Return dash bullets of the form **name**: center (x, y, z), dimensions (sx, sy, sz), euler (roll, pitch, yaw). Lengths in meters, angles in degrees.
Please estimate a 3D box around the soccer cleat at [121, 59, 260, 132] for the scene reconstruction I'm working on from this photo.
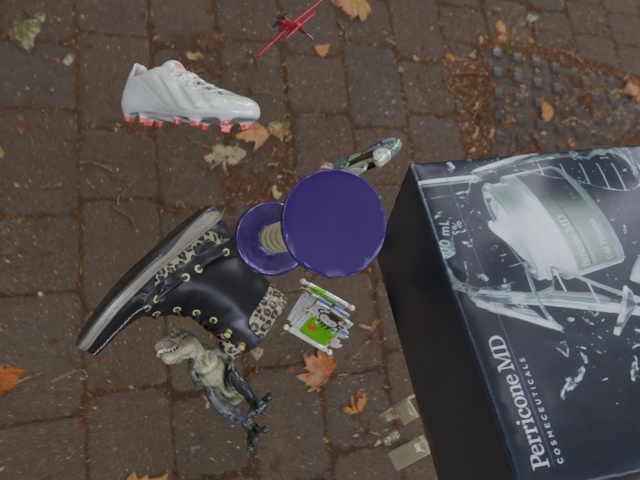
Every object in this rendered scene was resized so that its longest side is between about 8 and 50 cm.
- **soccer cleat**: center (-0.153, -0.167, 0.618), dimensions (0.196, 0.068, 0.076), euler (11, 96, 28)

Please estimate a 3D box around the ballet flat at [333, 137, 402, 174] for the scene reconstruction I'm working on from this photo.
- **ballet flat**: center (0.124, -0.200, 1.382), dimensions (0.188, 0.070, 0.070), euler (-24, 79, 14)

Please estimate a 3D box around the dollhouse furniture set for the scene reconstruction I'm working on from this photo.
- **dollhouse furniture set**: center (0.254, 0.526, 1.520), dimensions (0.123, 0.144, 0.151), euler (2, 53, -57)

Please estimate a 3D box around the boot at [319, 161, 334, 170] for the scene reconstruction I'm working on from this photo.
- **boot**: center (0.023, -0.143, 1.520), dimensions (0.059, 0.158, 0.084), euler (9, 68, 22)

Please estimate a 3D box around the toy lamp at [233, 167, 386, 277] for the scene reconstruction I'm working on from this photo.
- **toy lamp**: center (-0.026, -0.006, 0.473), dimensions (0.080, 0.275, 0.080), euler (1, 88, -18)

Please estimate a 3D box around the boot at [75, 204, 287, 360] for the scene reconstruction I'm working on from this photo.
- **boot**: center (-0.266, 0.145, 1.112), dimensions (0.284, 0.138, 0.377), euler (49, 65, -18)

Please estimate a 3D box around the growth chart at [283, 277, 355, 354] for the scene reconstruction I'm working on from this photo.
- **growth chart**: center (-0.001, 0.200, 1.371), dimensions (0.172, 0.237, 0.021), euler (25, 46, 2)

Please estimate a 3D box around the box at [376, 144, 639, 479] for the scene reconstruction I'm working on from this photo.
- **box**: center (0.387, 0.127, 0.852), dimensions (0.472, 0.297, 0.479), euler (-7, 59, -10)

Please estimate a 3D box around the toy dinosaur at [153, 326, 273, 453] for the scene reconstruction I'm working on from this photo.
- **toy dinosaur**: center (-0.111, 0.186, 0.661), dimensions (0.118, 0.268, 0.064), euler (36, 68, 28)

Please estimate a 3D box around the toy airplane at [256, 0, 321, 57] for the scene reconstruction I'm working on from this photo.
- **toy airplane**: center (-0.049, -0.351, 0.891), dimensions (0.028, 0.151, 0.151), euler (48, 60, -36)
